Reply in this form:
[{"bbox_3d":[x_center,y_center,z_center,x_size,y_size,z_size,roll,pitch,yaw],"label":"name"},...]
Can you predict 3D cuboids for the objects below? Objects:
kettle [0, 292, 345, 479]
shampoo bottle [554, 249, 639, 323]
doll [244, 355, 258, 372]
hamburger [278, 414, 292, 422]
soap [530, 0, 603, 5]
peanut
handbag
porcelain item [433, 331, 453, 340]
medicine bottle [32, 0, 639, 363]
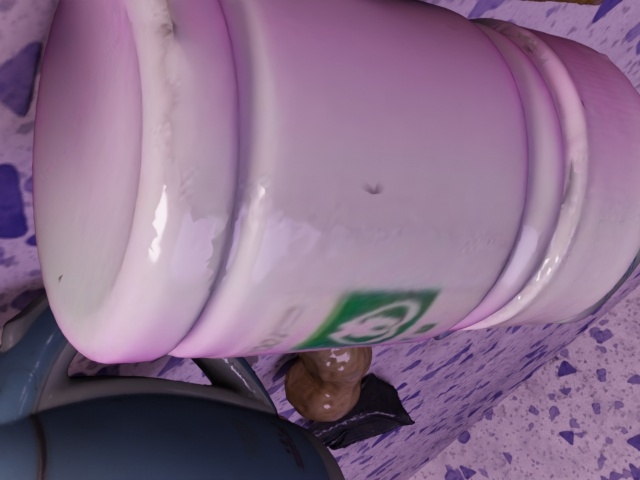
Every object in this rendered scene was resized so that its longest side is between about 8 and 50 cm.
[{"bbox_3d":[-0.160,0.200,0.649,0.247,0.320,0.342,-10,151,35],"label":"kettle"},{"bbox_3d":[0.367,-0.038,1.043,0.349,0.222,0.151,-29,-164,-36],"label":"shampoo bottle"},{"bbox_3d":[-0.102,0.172,0.965,0.058,0.040,0.085,-40,163,-25],"label":"doll"},{"bbox_3d":[-0.096,0.385,1.055,0.170,0.302,0.302,4,137,-29],"label":"hamburger"},{"bbox_3d":[0.145,-0.258,0.407,0.281,0.143,0.259,-10,149,-43],"label":"soap"},{"bbox_3d":[0.012,0.172,1.040,0.117,0.101,0.263,-45,163,-32],"label":"peanut"},{"bbox_3d":[0.071,0.336,1.443,0.175,0.089,0.270,-31,156,6],"label":"handbag"},{"bbox_3d":[0.268,0.059,1.153,0.259,0.141,0.141,-20,153,-11],"label":"porcelain item"},{"bbox_3d":[0.016,-0.042,0.463,0.325,0.212,0.212,-1,139,-34],"label":"medicine bottle"}]
